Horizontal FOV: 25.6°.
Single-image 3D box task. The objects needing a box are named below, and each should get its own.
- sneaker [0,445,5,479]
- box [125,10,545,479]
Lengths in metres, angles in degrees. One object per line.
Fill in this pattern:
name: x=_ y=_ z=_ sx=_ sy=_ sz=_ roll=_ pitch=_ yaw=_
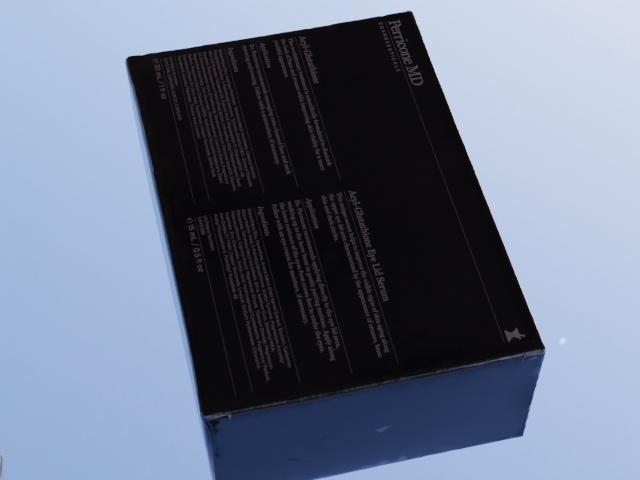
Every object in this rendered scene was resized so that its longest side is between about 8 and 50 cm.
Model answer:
sneaker: x=-0.259 y=0.100 z=0.633 sx=0.217 sy=0.121 sz=0.079 roll=-15 pitch=-138 yaw=-12
box: x=0.000 y=0.000 z=0.826 sx=0.184 sy=0.103 sz=0.261 roll=-12 pitch=-126 yaw=-6
